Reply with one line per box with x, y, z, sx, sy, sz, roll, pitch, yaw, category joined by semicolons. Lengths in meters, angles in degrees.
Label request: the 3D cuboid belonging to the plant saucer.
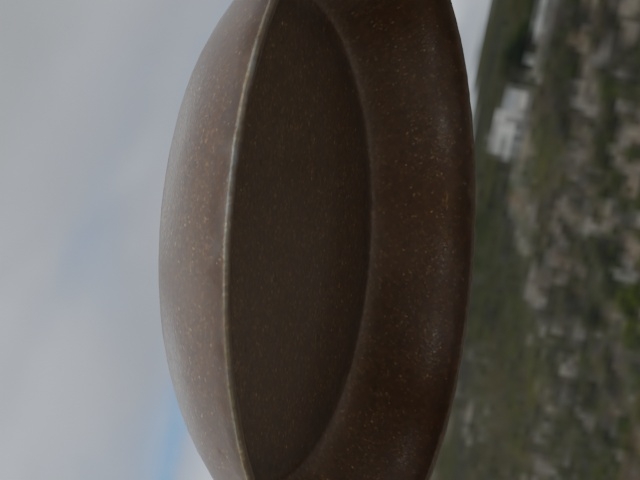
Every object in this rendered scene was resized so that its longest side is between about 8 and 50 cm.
0.000;0.000;0.517;0.198;0.036;0.199;3;-90;-69;plant saucer
